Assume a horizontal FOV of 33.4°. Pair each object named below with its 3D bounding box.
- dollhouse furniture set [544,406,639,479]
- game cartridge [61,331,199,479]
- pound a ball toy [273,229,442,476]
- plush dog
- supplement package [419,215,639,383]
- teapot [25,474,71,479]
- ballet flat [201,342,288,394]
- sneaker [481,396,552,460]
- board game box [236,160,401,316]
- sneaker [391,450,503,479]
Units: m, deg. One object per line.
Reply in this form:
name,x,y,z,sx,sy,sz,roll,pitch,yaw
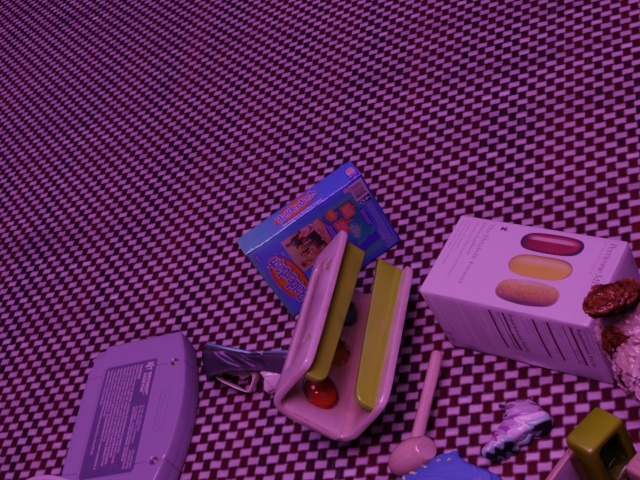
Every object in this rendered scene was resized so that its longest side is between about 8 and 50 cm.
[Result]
dollhouse furniture set,0.371,0.326,1.052,0.151,0.197,0.301,-47,43,-16
game cartridge,-0.284,0.280,1.626,0.196,0.060,0.294,-16,44,24
pound a ball toy,0.058,0.167,1.461,0.136,0.208,0.319,-52,15,40
plush dog,0.395,0.125,1.161,0.210,0.262,0.225,-43,46,-11
supplement package,0.281,0.073,1.396,0.244,0.134,0.139,10,58,38
teapot,-0.340,0.451,1.403,0.252,0.187,0.256,-8,83,52
ballet flat,-0.087,0.192,1.578,0.203,0.074,0.074,1,52,26
sneaker,0.237,0.233,1.350,0.098,0.038,0.069,-27,39,-6
board game box,0.000,0.000,1.626,0.210,0.160,0.047,-35,41,-2
sneaker,0.119,0.322,1.304,0.240,0.091,0.126,-3,31,31
